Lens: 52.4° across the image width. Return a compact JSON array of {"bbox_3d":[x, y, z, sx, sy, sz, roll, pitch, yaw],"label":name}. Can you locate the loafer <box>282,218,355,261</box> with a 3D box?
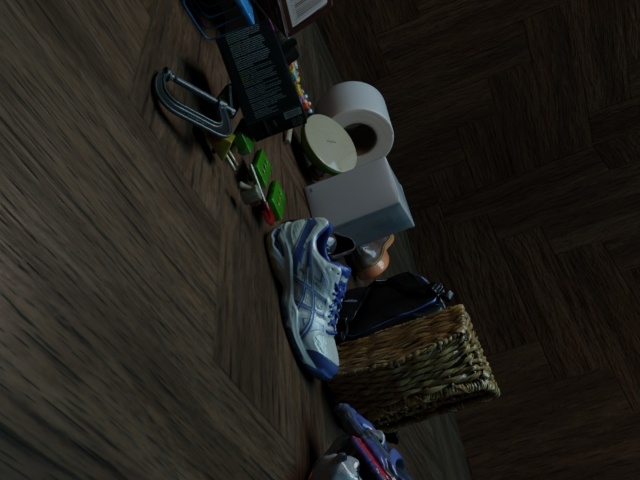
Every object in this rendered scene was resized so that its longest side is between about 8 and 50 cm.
[{"bbox_3d":[0.000,0.000,1.405,0.302,0.095,0.109,23,48,-74],"label":"loafer"}]

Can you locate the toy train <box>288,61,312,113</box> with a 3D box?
[{"bbox_3d":[-0.074,-0.455,1.943,0.125,0.046,0.166,-61,133,-76],"label":"toy train"}]

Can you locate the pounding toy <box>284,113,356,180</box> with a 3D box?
[{"bbox_3d":[-0.024,-0.247,1.755,0.237,0.110,0.183,27,47,-28],"label":"pounding toy"}]

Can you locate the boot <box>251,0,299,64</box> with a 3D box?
[{"bbox_3d":[-0.151,-0.544,1.613,0.229,0.091,0.263,54,-10,2],"label":"boot"}]

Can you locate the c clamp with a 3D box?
[{"bbox_3d":[-0.189,-0.215,0.989,0.160,0.022,0.137,19,43,-45],"label":"c clamp"}]

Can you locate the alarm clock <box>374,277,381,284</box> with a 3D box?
[{"bbox_3d":[0.184,0.179,2.006,0.129,0.064,0.192,46,29,-62],"label":"alarm clock"}]

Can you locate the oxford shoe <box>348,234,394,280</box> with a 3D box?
[{"bbox_3d":[0.144,-0.016,2.009,0.133,0.130,0.364,58,14,-17],"label":"oxford shoe"}]

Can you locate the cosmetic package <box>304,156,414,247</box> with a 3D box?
[{"bbox_3d":[0.107,-0.086,1.706,0.224,0.224,0.138,41,31,-66],"label":"cosmetic package"}]

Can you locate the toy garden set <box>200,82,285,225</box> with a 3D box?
[{"bbox_3d":[-0.138,-0.135,1.141,0.204,0.049,0.244,-87,155,-65],"label":"toy garden set"}]

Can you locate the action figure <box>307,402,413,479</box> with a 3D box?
[{"bbox_3d":[0.093,0.429,0.961,0.330,0.178,0.341,56,-7,-34],"label":"action figure"}]

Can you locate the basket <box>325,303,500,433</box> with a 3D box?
[{"bbox_3d":[0.183,0.290,1.255,0.213,0.299,0.223,-52,121,-76],"label":"basket"}]

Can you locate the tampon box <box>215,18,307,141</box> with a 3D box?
[{"bbox_3d":[-0.100,-0.275,1.132,0.120,0.101,0.161,60,10,-84],"label":"tampon box"}]

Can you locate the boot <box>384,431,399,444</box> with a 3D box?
[{"bbox_3d":[0.174,0.449,1.573,0.121,0.045,0.099,54,17,-32],"label":"boot"}]

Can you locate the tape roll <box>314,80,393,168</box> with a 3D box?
[{"bbox_3d":[0.107,-0.373,2.128,0.169,0.246,0.246,-97,162,-45],"label":"tape roll"}]

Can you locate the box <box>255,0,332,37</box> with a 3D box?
[{"bbox_3d":[-0.142,-0.645,1.386,0.381,0.143,0.191,54,-2,10],"label":"box"}]

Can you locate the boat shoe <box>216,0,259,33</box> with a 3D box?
[{"bbox_3d":[-0.175,-0.487,1.446,0.079,0.084,0.233,42,26,-70],"label":"boat shoe"}]

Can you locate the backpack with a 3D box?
[{"bbox_3d":[0.175,0.188,1.528,0.263,0.276,0.213,-95,167,-71],"label":"backpack"}]

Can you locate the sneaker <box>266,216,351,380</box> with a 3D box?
[{"bbox_3d":[-0.002,0.097,1.165,0.112,0.131,0.296,28,45,-75],"label":"sneaker"}]

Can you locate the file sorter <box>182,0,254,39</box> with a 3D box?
[{"bbox_3d":[-0.205,-0.495,1.276,0.118,0.104,0.170,55,18,-49],"label":"file sorter"}]
